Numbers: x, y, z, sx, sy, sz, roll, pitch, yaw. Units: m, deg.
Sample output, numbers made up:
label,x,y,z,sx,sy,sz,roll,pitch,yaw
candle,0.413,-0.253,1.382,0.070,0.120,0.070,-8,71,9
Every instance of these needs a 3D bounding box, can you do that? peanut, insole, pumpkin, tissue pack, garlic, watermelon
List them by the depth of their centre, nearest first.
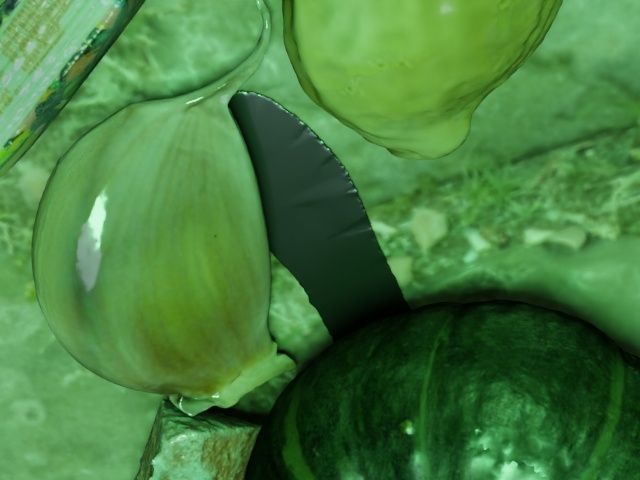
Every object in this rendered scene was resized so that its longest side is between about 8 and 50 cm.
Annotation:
label,x,y,z,sx,sy,sz,roll,pitch,yaw
peanut,0.046,-0.192,0.633,0.174,0.158,0.340,-10,115,8
tissue pack,-0.157,-0.109,0.718,0.060,0.109,0.148,39,112,-13
garlic,-0.104,-0.018,0.772,0.128,0.148,0.267,29,130,33
pumpkin,0.101,0.168,0.793,0.300,0.207,0.300,8,128,10
insole,0.000,0.000,0.821,0.080,0.003,0.232,-26,113,17
watermelon,-0.082,0.203,0.873,0.154,0.094,0.241,-1,125,-4
